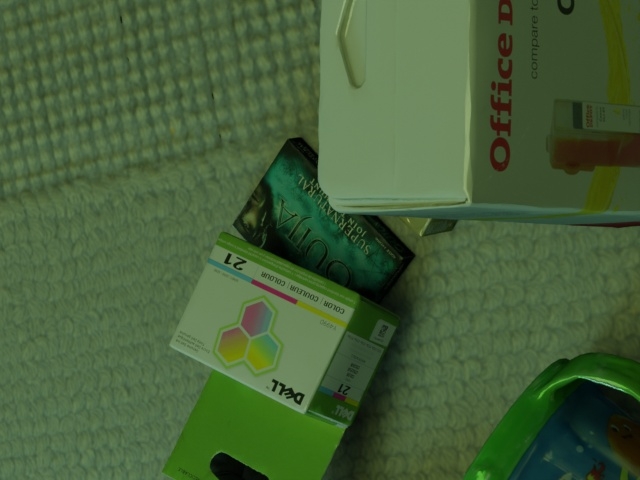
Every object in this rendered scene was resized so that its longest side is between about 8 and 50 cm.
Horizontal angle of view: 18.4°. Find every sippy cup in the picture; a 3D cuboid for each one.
[{"bbox_3d":[0.254,0.262,1.799,0.224,0.305,0.240,33,73,17],"label":"sippy cup"}]

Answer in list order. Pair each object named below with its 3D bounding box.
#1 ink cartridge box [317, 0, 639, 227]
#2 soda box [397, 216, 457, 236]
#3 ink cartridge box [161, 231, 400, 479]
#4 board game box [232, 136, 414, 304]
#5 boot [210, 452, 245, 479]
[{"bbox_3d":[0.190,-0.154,1.644,0.160,0.384,0.279,-1,89,46],"label":"ink cartridge box"},{"bbox_3d":[0.133,-0.094,1.928,0.061,0.058,0.181,41,117,25],"label":"soda box"},{"bbox_3d":[-0.063,0.148,1.994,0.188,0.097,0.255,24,87,33],"label":"ink cartridge box"},{"bbox_3d":[0.000,0.000,2.058,0.186,0.026,0.126,46,120,22],"label":"board game box"},{"bbox_3d":[-0.070,0.265,2.063,0.208,0.076,0.190,28,101,56],"label":"boot"}]
